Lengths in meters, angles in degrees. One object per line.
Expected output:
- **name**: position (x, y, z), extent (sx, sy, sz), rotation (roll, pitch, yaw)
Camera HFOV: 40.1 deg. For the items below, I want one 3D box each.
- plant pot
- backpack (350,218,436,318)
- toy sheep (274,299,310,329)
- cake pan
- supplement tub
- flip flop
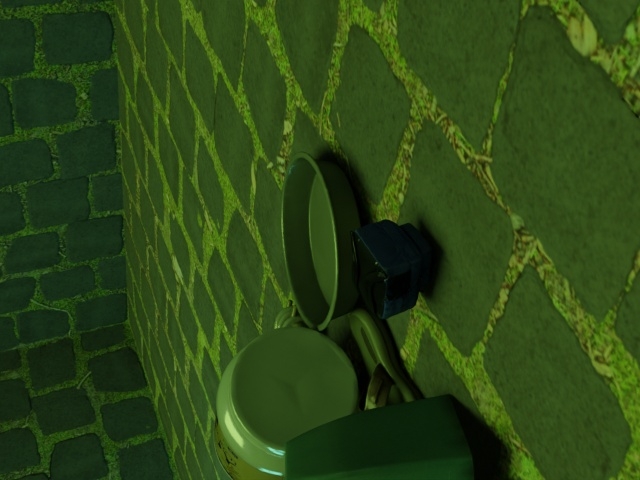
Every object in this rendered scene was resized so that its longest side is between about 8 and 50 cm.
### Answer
- **plant pot**: position (0.073, 0.324, 1.157), extent (0.165, 0.234, 0.166), rotation (-99, 4, -72)
- **backpack**: position (0.098, 0.044, 1.180), extent (0.120, 0.101, 0.098), rotation (93, 157, -45)
- **toy sheep**: position (-0.047, 0.161, 1.654), extent (0.132, 0.091, 0.091), rotation (-149, 48, -81)
- **cake pan**: position (0.000, 0.000, 1.434), extent (0.293, 0.054, 0.294), rotation (175, 90, -72)
- **supplement tub**: position (-0.061, 0.300, 1.506), extent (0.331, 0.240, 0.241), rotation (106, 146, -63)
- **flip flop**: position (0.090, 0.228, 1.335), extent (0.112, 0.080, 0.277), rotation (111, 142, -55)
